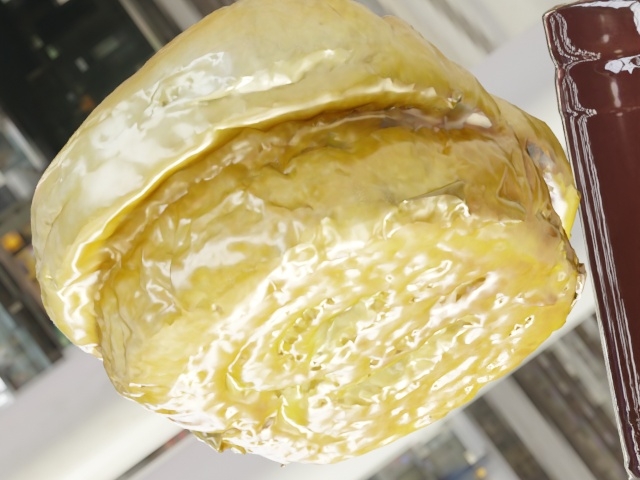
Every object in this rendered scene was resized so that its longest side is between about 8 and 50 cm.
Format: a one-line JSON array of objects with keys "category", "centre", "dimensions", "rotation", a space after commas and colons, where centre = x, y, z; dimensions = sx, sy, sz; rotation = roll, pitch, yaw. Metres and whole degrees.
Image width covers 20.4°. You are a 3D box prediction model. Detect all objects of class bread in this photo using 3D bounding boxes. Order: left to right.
[{"category": "bread", "centre": [-0.003, 0.002, 0.740], "dimensions": [0.236, 0.198, 0.120], "rotation": [27, -146, -47]}]

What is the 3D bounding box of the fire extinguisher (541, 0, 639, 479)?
[{"category": "fire extinguisher", "centre": [0.206, 0.037, 0.902], "dimensions": [0.114, 0.135, 0.337], "rotation": [-37, -63, -80]}]
